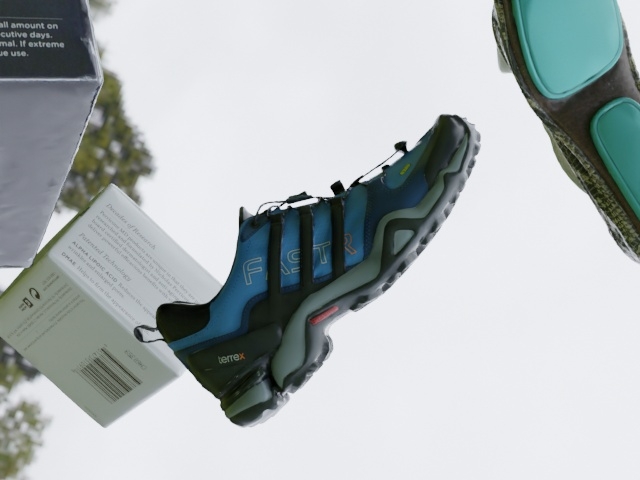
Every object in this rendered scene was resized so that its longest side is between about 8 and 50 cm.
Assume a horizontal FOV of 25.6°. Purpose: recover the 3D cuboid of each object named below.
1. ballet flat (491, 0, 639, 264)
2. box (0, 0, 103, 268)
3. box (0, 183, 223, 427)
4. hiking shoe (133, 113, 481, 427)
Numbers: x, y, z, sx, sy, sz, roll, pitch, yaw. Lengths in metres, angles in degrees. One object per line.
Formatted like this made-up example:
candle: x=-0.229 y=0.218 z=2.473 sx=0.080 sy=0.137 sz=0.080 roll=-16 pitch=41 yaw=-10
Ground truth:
ballet flat: x=0.310 y=-0.173 z=1.695 sx=0.164 sy=0.483 sz=0.182 roll=-32 pitch=-170 yaw=-17
box: x=-0.280 y=-0.164 z=0.965 sx=0.296 sy=0.182 sz=0.294 roll=129 pitch=-45 yaw=-58
box: x=-0.217 y=0.071 z=1.438 sx=0.181 sy=0.182 sz=0.119 roll=-36 pitch=-167 yaw=48
hiking shoe: x=0.000 y=0.000 z=1.096 sx=0.304 sy=0.132 sz=0.113 roll=-48 pitch=176 yaw=-8
